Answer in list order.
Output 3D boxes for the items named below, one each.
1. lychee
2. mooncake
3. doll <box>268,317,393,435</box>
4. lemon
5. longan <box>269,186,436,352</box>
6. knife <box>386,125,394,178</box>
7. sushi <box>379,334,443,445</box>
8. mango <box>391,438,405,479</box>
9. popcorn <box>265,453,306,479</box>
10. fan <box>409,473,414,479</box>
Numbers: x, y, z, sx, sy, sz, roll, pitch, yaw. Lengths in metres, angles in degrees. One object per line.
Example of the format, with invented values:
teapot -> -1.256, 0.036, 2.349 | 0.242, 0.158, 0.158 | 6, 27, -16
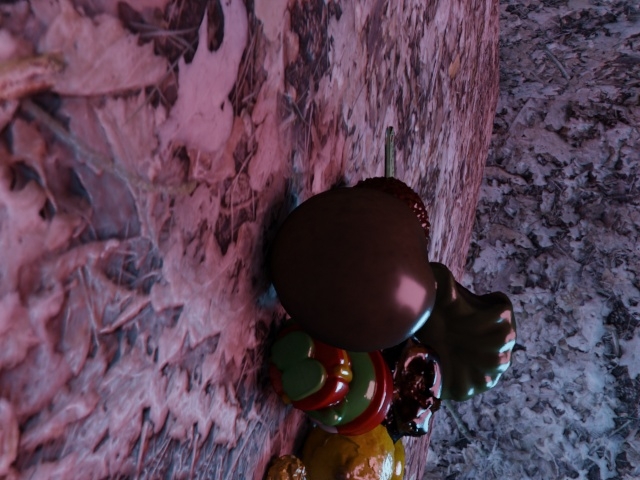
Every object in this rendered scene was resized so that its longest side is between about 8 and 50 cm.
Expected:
lychee -> 0.097, -0.023, 1.222 | 0.188, 0.188, 0.188 | 9, 90, -72
mooncake -> 0.307, 0.230, 1.713 | 0.187, 0.352, 0.350 | -38, 135, -71
doll -> 0.037, 0.236, 1.149 | 0.182, 0.160, 0.363 | 59, 2, 29
lemon -> 0.052, 0.408, 1.282 | 0.193, 0.181, 0.180 | -61, 154, -54
longan -> 0.053, 0.039, 0.974 | 0.248, 0.249, 0.248 | 9, 90, -72
knife -> 0.164, -0.131, 1.601 | 0.043, 0.020, 0.292 | -56, 149, -48
sushi -> 0.174, 0.334, 1.556 | 0.215, 0.213, 0.227 | 81, 22, -47
mango -> 0.206, 0.644, 2.006 | 0.115, 0.089, 0.164 | 77, 26, -62
popcorn -> -0.058, 0.398, 1.129 | 0.083, 0.057, 0.082 | 81, 27, -51
fan -> 0.169, 0.793, 1.952 | 0.415, 0.012, 0.232 | -26, 136, -52
